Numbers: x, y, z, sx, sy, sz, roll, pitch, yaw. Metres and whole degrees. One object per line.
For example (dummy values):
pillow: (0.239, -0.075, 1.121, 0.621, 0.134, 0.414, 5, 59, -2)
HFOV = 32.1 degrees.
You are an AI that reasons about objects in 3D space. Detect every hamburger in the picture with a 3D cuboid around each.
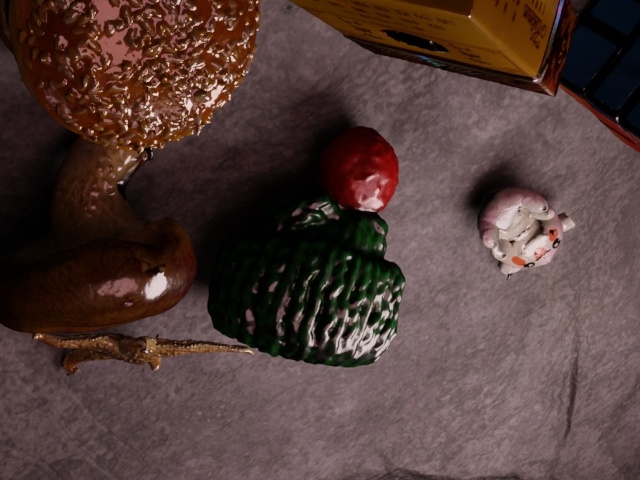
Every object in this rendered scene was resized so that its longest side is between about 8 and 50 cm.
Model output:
hamburger: (-0.201, -0.243, 1.173, 0.291, 0.225, 0.291, -17, 127, -24)

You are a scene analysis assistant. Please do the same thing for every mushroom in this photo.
mushroom: (-0.284, 0.020, 1.342, 0.267, 0.254, 0.267, -24, 155, -12)

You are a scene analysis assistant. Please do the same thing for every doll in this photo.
doll: (0.320, -0.018, 1.796, 0.149, 0.095, 0.192, -42, 138, 9)

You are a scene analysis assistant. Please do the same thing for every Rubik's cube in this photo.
Rubik's cube: (0.563, -0.247, 1.653, 0.288, 0.283, 0.293, -52, 138, 8)

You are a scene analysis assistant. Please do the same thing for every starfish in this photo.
starfish: (-0.244, 0.146, 1.494, 0.295, 0.048, 0.231, 2, 165, -20)

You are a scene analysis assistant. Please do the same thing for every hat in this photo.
hat: (0.000, 0.000, 1.535, 0.274, 0.242, 0.332, 19, 86, -53)

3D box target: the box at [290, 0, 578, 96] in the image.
box: (0.118, -0.274, 1.232, 0.415, 0.264, 0.115, 10, 96, -68)
